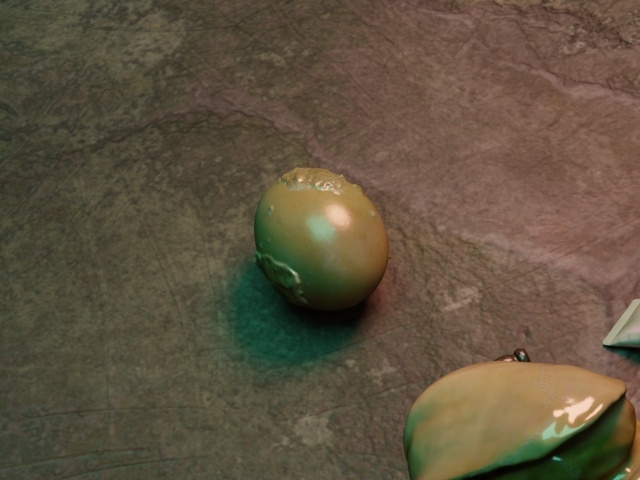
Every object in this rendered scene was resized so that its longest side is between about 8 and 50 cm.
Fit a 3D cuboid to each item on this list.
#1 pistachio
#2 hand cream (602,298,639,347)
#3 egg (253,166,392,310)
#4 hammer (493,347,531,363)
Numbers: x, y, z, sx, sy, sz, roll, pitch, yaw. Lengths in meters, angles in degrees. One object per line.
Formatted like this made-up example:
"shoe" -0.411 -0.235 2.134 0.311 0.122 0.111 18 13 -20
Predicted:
"pistachio" 0.209 0.230 1.799 0.238 0.229 0.321 -38 9 -24
"hand cream" 0.418 0.103 1.988 0.205 0.050 0.078 6 49 49
"egg" -0.003 -0.001 2.135 0.164 0.164 0.201 -27 47 -10
"hammer" 0.260 0.238 1.950 0.058 0.029 0.292 -23 50 -3
